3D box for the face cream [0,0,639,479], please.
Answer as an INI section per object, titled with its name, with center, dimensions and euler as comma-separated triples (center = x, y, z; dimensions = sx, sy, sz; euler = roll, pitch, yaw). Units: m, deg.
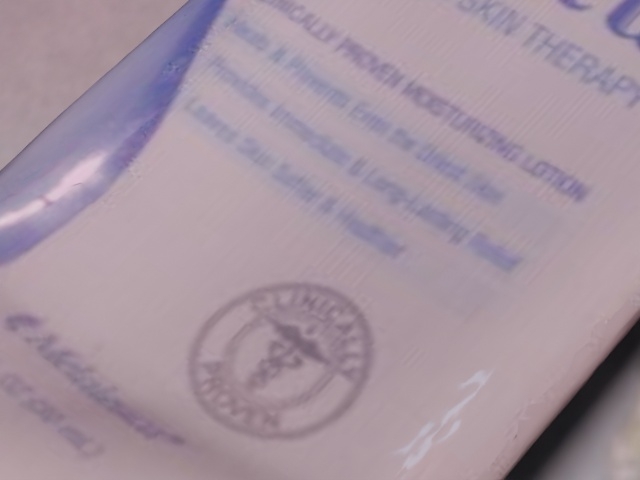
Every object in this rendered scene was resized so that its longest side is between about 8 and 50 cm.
[face cream]
center = 0.000, 0.000, 0.628
dimensions = 0.235, 0.137, 0.420
euler = 34, 69, 32
